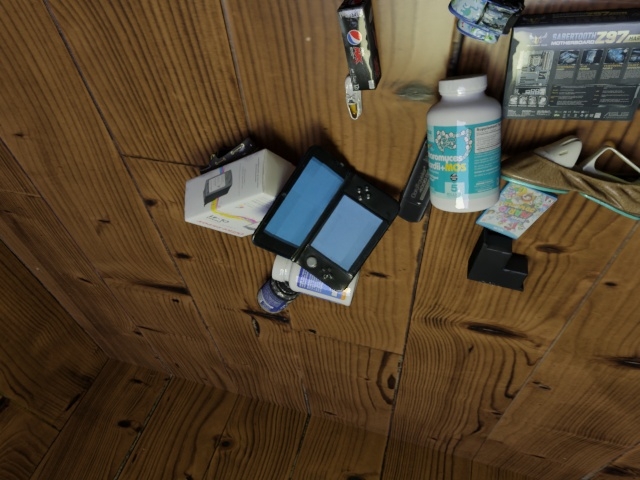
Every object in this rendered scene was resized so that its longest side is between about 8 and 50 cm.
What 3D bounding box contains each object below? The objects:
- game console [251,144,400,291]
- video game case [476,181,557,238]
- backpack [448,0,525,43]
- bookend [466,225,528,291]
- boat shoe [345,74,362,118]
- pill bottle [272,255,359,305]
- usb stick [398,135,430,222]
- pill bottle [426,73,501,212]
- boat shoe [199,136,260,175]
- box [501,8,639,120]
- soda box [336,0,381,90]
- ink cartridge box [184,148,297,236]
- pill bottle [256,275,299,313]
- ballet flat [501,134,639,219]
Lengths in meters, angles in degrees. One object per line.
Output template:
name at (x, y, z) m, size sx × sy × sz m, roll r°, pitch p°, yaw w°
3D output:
game console at (0.021, -0.044, 1.090) m, size 0.250 × 0.293 × 0.173 m, roll 35°, pitch -173°, yaw 11°
video game case at (0.489, -0.077, 1.088) m, size 0.119 × 0.015 × 0.166 m, roll 22°, pitch 141°, yaw -1°
backpack at (0.279, -0.399, 0.741) m, size 0.115 × 0.105 × 0.084 m, roll 26°, pitch 140°, yaw 3°
bookend at (0.503, 0.052, 1.185) m, size 0.157 × 0.072 × 0.157 m, roll 12°, pitch 140°, yaw 10°
boat shoe at (0.073, -0.322, 0.978) m, size 0.035 × 0.035 × 0.100 m, roll 7°, pitch 139°, yaw 18°
pill bottle at (-0.013, 0.109, 1.424) m, size 0.272 × 0.152 × 0.152 m, roll 16°, pitch 141°, yaw 8°
usb stick at (0.259, -0.148, 1.088) m, size 0.077 × 0.045 × 0.277 m, roll 23°, pitch 142°, yaw 9°
pill bottle at (0.297, -0.202, 0.897) m, size 0.147 × 0.146 × 0.263 m, roll 1°, pitch 114°, yaw 23°
boat shoe at (-0.262, -0.230, 1.208) m, size 0.228 × 0.081 × 0.068 m, roll -12°, pitch 119°, yaw 33°
box at (0.465, -0.314, 0.790) m, size 0.233 × 0.059 × 0.183 m, roll 6°, pitch 139°, yaw 20°
soda box at (0.082, -0.393, 0.872) m, size 0.054 × 0.060 × 0.168 m, roll 5°, pitch 139°, yaw 22°
ink cartridge box at (-0.190, -0.116, 1.198) m, size 0.307 × 0.131 × 0.226 m, roll -14°, pitch 159°, yaw 35°
pill bottle at (-0.143, 0.179, 1.586) m, size 0.123 × 0.122 × 0.219 m, roll 31°, pitch 141°, yaw -12°
ballet flat at (0.556, -0.149, 0.915) m, size 0.343 × 0.116 × 0.124 m, roll 18°, pitch 121°, yaw 4°
